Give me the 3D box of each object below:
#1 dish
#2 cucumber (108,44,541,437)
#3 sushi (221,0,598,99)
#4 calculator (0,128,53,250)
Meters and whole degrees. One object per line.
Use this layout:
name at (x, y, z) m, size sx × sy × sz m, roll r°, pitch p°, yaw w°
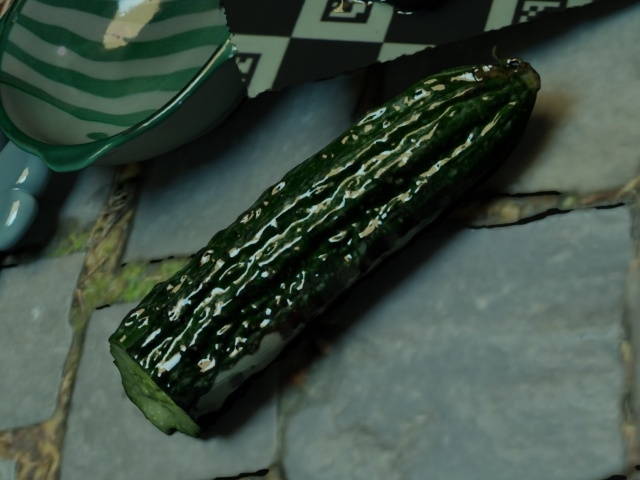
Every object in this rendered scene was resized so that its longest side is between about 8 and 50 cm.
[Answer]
dish at (-0.093, -0.129, 0.939) m, size 0.224 × 0.078 × 0.246 m, roll -6°, pitch 59°, yaw 34°
cucumber at (-0.001, -0.001, 0.791) m, size 0.265 × 0.077 × 0.077 m, roll -42°, pitch 44°, yaw 3°
sushi at (0.049, -0.225, 0.857) m, size 0.264 × 0.050 × 0.290 m, roll -15°, pitch 50°, yaw 4°
calculator at (-0.284, 0.002, 1.023) m, size 0.302 × 0.042 × 0.188 m, roll -15°, pitch 52°, yaw 30°
